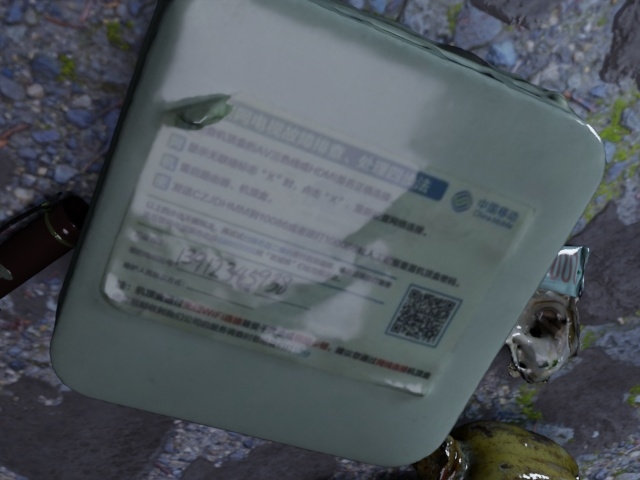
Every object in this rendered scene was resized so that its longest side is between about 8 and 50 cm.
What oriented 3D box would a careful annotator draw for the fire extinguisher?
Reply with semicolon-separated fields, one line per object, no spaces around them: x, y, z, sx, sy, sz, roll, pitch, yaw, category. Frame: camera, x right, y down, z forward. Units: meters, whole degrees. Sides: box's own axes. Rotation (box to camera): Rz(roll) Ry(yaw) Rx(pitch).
-0.282;0.015;0.729;0.158;0.043;0.064;-32;109;14;fire extinguisher

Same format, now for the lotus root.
0.215;0.303;0.975;0.278;0.154;0.154;23;121;-24;lotus root

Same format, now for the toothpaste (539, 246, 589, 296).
0.191;0.022;0.822;0.205;0.036;0.056;8;94;-17;toothpaste

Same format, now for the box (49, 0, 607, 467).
0.001;0.000;0.692;0.396;0.111;0.396;19;113;-19;box

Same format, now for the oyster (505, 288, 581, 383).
0.250;0.115;0.897;0.108;0.053;0.165;-31;123;-19;oyster
